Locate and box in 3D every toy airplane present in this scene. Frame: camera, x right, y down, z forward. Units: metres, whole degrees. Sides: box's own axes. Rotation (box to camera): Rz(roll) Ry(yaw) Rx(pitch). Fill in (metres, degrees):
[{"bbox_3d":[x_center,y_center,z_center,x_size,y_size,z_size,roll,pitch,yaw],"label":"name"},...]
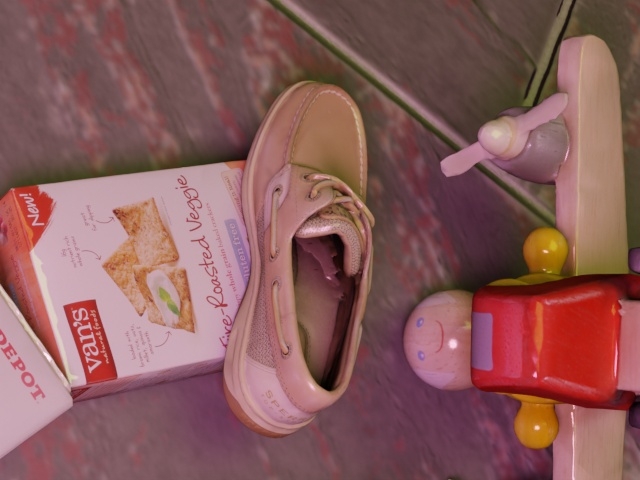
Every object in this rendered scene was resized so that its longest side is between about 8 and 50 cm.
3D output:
[{"bbox_3d":[0.208,0.078,1.514,0.386,0.272,0.384,-71,152,-43],"label":"toy airplane"}]

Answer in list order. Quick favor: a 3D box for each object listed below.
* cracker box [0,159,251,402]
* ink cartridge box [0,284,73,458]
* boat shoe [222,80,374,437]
[{"bbox_3d":[-0.128,0.029,1.384,0.232,0.067,0.156,-10,76,-38],"label":"cracker box"},{"bbox_3d":[-0.295,0.108,1.211,0.212,0.093,0.154,-36,93,-39],"label":"ink cartridge box"},{"bbox_3d":[0.000,0.000,1.383,0.109,0.098,0.302,27,56,-26],"label":"boat shoe"}]
